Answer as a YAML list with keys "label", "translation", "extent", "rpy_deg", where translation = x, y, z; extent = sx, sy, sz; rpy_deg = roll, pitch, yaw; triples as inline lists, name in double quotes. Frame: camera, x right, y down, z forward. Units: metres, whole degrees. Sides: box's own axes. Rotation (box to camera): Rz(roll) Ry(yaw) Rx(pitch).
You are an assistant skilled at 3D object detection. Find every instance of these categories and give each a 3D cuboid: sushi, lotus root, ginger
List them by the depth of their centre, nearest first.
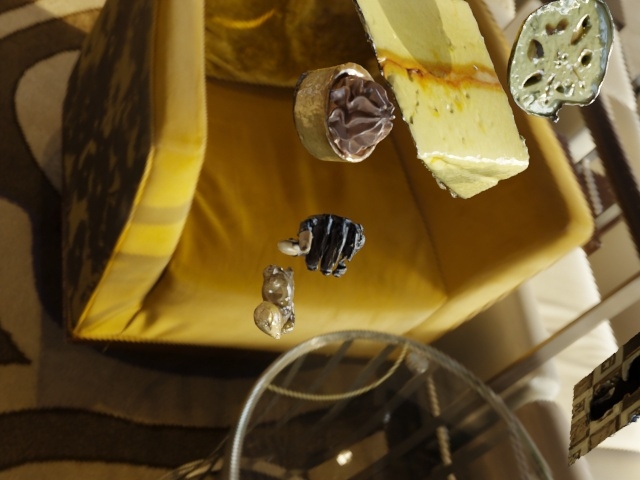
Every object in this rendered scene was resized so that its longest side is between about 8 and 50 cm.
- label: "lotus root"
  translation: [0.376, -0.302, 1.443]
  extent: [0.183, 0.203, 0.078]
  rpy_deg: [9, 18, -23]
- label: "ginger"
  translation: [-0.085, 0.109, 1.620]
  extent: [0.214, 0.059, 0.133]
  rpy_deg: [2, 83, -78]
- label: "sushi"
  translation: [0.659, 0.291, 1.751]
  extent: [0.100, 0.373, 0.296]
  rpy_deg: [39, 30, -3]

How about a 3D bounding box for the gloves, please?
- label: "gloves"
  translation: [0.003, -0.002, 1.629]
  extent: [0.129, 0.106, 0.181]
  rpy_deg: [27, 5, 12]

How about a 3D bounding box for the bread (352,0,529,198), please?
- label: "bread"
  translation: [0.152, -0.242, 1.524]
  extent: [0.405, 0.242, 0.345]
  rpy_deg: [-11, 83, -41]

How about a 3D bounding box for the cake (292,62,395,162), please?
- label: "cake"
  translation: [0.063, -0.258, 1.743]
  extent: [0.185, 0.178, 0.207]
  rpy_deg: [34, 57, -46]
